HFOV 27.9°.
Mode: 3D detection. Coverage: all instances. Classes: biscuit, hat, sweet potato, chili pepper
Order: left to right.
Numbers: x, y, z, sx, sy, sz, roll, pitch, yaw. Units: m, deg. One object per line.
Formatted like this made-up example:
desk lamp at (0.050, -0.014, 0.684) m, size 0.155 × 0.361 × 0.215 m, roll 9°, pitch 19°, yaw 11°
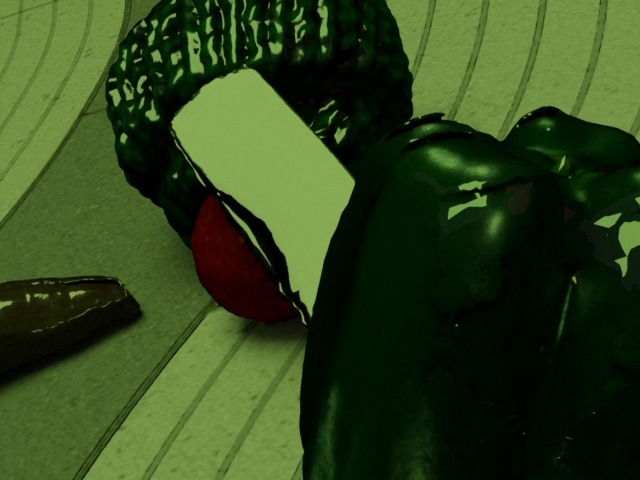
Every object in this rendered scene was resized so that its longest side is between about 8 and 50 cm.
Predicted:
sweet potato at (-0.299, 0.100, 1.135) m, size 0.285 × 0.085 × 0.112 m, roll -21°, pitch 62°, yaw -15°
hat at (-0.041, -0.070, 1.113) m, size 0.274 × 0.242 × 0.332 m, roll -31°, pitch 49°, yaw 25°
biscuit at (0.000, 0.000, 0.940) m, size 0.099 × 0.038 × 0.322 m, roll -36°, pitch 64°, yaw -7°
chili pepper at (0.103, 0.060, 0.697) m, size 0.233 × 0.257 × 0.248 m, roll -5°, pitch 24°, yaw -20°
